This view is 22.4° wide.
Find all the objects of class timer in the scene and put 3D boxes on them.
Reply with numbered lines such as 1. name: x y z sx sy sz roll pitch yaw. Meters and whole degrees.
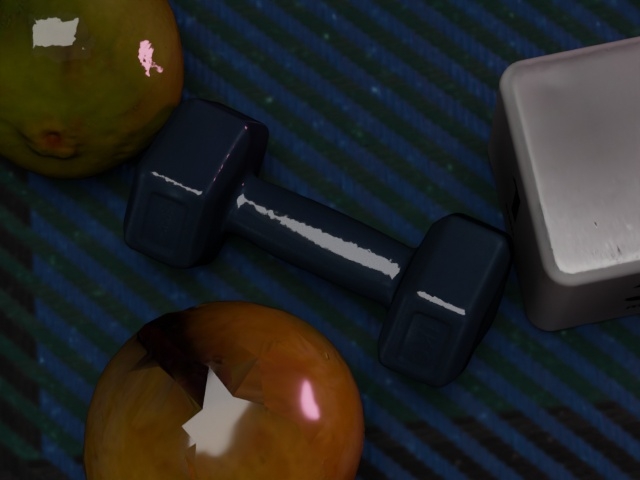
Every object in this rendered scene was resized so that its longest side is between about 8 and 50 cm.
1. timer: 0.256 -0.048 1.363 0.192 0.195 0.194 -11 74 0

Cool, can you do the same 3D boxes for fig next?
1. fig: -0.225 -0.174 1.415 0.207 0.207 0.230 -11 69 0

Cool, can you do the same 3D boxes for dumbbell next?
1. dumbbell: 0.000 0.000 1.385 0.325 0.144 0.160 25 68 8

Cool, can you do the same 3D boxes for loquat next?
1. loquat: -0.080 0.161 1.307 0.235 0.235 0.235 -1 75 3
